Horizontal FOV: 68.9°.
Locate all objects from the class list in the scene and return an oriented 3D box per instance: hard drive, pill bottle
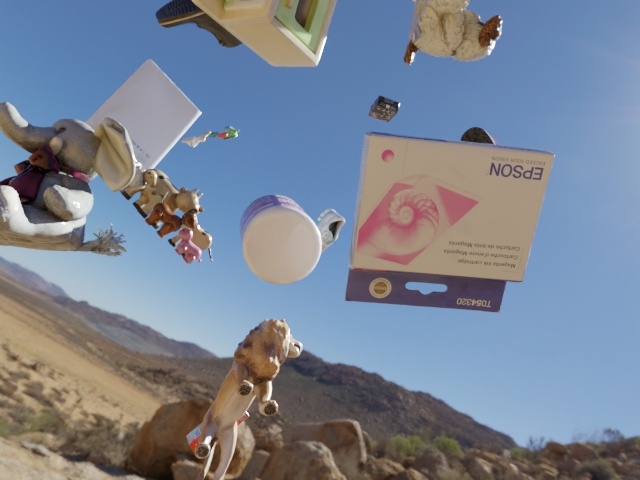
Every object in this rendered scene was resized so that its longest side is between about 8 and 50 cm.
[{"bbox_3d":[-0.577,-0.372,1.496,0.047,0.353,0.233,5,-35,51],"label":"hard drive"},{"bbox_3d":[-0.104,-0.018,1.099,0.169,0.169,0.301,37,4,-17],"label":"pill bottle"}]

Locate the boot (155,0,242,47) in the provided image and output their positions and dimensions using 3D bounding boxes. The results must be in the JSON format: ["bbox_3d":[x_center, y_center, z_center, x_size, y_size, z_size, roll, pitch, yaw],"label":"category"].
[{"bbox_3d":[-0.264,-0.494,1.084,0.137,0.197,0.077,79,-9,-58],"label":"boot"}]

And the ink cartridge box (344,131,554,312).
[{"bbox_3d":[0.222,-0.015,0.851,0.323,0.331,0.071,4,16,-4],"label":"ink cartridge box"}]

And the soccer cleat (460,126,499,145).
[{"bbox_3d":[0.527,-0.198,1.366,0.108,0.319,0.116,-41,-34,27],"label":"soccer cleat"}]

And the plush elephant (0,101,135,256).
[{"bbox_3d":[-0.477,-0.117,0.819,0.271,0.256,0.329,-4,-10,32],"label":"plush elephant"}]

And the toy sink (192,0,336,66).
[{"bbox_3d":[-0.089,-0.442,0.845,0.131,0.153,0.234,15,-3,35],"label":"toy sink"}]

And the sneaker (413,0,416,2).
[{"bbox_3d":[0.319,-0.783,1.345,0.292,0.108,0.169,22,-38,-19],"label":"sneaker"}]

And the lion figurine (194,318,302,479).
[{"bbox_3d":[-0.192,0.365,1.066,0.142,0.392,0.240,38,5,-17],"label":"lion figurine"}]

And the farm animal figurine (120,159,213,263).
[{"bbox_3d":[-0.439,-0.100,1.402,0.327,0.172,0.330,45,-12,9],"label":"farm animal figurine"}]

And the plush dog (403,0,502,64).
[{"bbox_3d":[0.358,-0.551,1.249,0.225,0.211,0.262,15,17,-7],"label":"plush dog"}]

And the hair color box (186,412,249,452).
[{"bbox_3d":[-0.289,0.521,1.309,0.053,0.167,0.093,57,-22,-5],"label":"hair color box"}]

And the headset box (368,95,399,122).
[{"bbox_3d":[0.174,-0.361,1.290,0.062,0.032,0.083,17,-9,-9],"label":"headset box"}]

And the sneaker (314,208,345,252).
[{"bbox_3d":[0.000,0.000,1.290,0.071,0.191,0.083,36,-4,-35],"label":"sneaker"}]

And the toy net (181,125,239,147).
[{"bbox_3d":[-0.453,-0.420,1.930,0.122,0.232,0.045,-131,-155,-54],"label":"toy net"}]
